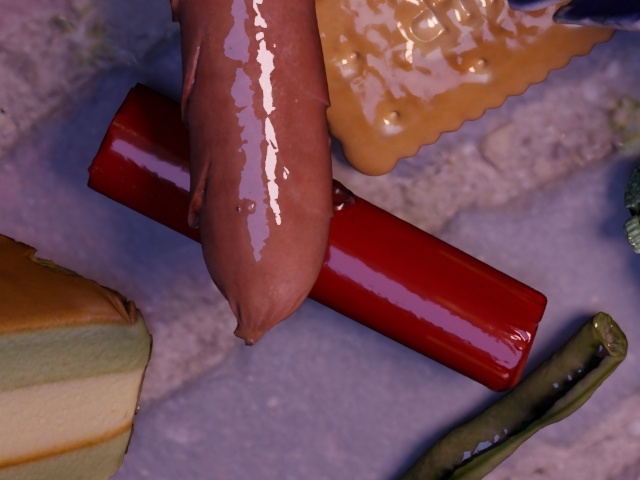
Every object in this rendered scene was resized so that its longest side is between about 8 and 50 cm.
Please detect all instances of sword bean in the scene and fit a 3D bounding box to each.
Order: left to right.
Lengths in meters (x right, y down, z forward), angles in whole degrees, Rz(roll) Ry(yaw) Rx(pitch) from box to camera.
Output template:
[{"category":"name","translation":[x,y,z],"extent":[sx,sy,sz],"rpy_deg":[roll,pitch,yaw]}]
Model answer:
[{"category":"sword bean","translation":[0.081,0.135,1.213],"extent":[0.269,0.038,0.043],"rpy_deg":[-39,104,22]}]

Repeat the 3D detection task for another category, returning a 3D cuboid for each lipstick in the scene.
[{"category":"lipstick","translation":[0.000,0.000,1.161],"extent":[0.279,0.073,0.073],"rpy_deg":[27,113,1]}]

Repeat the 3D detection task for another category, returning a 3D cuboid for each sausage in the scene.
[{"category":"sausage","translation":[-0.046,-0.156,1.077],"extent":[0.088,0.088,0.433],"rpy_deg":[-4,98,13]}]

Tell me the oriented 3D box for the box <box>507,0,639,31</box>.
[{"category":"box","translation":[0.267,-0.104,0.988],"extent":[0.291,0.262,0.206],"rpy_deg":[-25,115,25]}]

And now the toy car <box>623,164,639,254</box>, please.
[{"category":"toy car","translation":[0.243,0.028,1.129],"extent":[0.093,0.058,0.186],"rpy_deg":[-30,90,20]}]

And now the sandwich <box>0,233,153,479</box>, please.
[{"category":"sandwich","translation":[-0.239,0.095,1.174],"extent":[0.227,0.198,0.155],"rpy_deg":[18,112,5]}]

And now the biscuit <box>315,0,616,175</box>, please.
[{"category":"biscuit","translation":[0.083,-0.154,1.108],"extent":[0.249,0.030,0.160],"rpy_deg":[-30,102,20]}]
